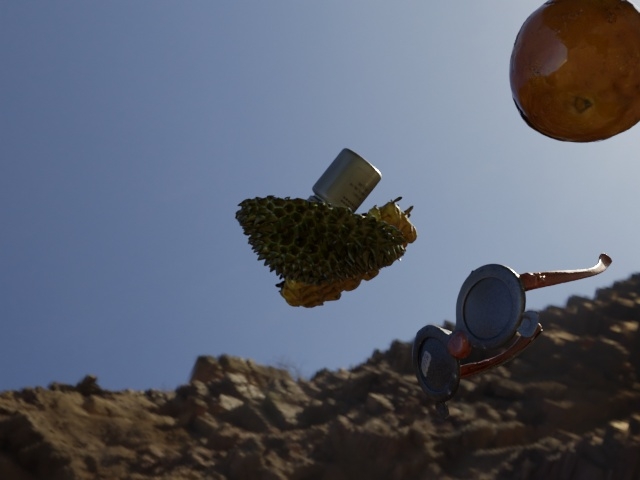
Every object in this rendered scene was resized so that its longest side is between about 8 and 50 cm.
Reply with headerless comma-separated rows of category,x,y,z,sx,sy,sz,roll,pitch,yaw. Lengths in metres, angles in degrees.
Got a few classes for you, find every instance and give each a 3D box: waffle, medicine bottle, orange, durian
waffle,0.060,0.031,1.735,0.329,0.062,0.329,-29,-21,-13
medicine bottle,0.030,-0.076,1.474,0.130,0.080,0.080,-51,-45,0
orange,0.416,-0.271,1.450,0.240,0.240,0.239,-16,-67,-43
durian,-0.001,0.008,1.136,0.137,0.221,0.095,113,165,-80

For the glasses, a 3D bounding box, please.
glasses,0.267,0.113,1.191,0.269,0.118,0.234,-5,-37,-35
